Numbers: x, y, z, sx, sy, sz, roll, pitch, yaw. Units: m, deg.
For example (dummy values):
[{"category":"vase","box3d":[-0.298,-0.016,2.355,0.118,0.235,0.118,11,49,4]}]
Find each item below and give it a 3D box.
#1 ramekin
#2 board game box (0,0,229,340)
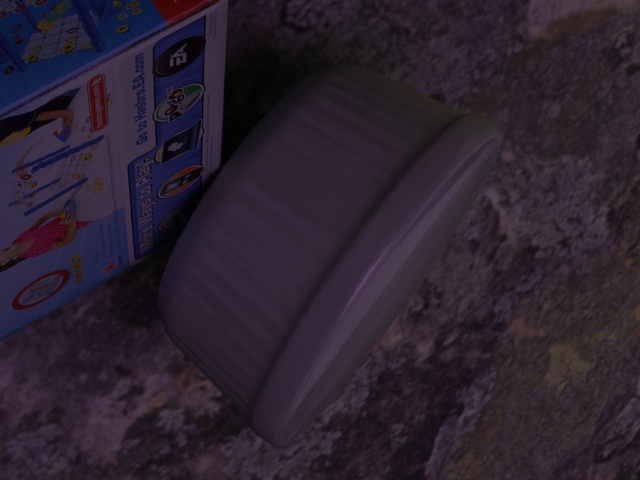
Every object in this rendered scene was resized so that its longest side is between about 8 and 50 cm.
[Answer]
[{"category":"ramekin","box3d":[0.000,0.000,1.138,0.273,0.127,0.273,-52,171,-12]},{"category":"board game box","box3d":[-0.205,-0.032,0.962,0.302,0.086,0.308,-30,163,-16]}]
